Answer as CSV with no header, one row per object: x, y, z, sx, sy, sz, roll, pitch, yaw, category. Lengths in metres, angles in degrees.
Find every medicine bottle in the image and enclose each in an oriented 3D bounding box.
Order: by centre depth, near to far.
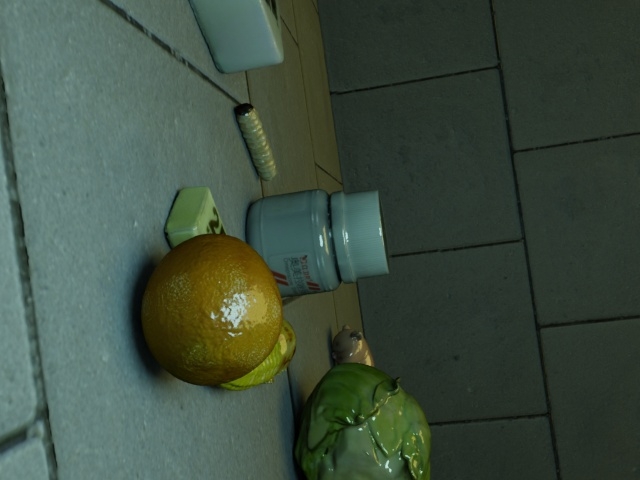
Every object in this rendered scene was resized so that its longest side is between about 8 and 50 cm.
0.000,0.000,1.401,0.245,0.306,0.245,-9,90,-81,medicine bottle

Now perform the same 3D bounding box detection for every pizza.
-0.101,0.202,1.316,0.188,0.080,0.204,24,57,-80,pizza

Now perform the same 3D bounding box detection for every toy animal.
0.124,0.455,2.270,0.166,0.153,0.250,0,-78,56,toy animal

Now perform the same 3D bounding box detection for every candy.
-0.140,0.210,1.033,0.199,0.094,0.106,6,77,-74,candy

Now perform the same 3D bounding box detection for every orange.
-0.143,0.090,0.798,0.206,0.205,0.206,-8,90,-81,orange

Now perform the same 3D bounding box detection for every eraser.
-0.190,0.010,0.982,0.117,0.058,0.172,-87,166,-49,eraser
-0.175,-0.518,1.266,0.331,0.149,0.332,-6,90,-82,eraser

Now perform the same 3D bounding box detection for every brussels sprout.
0.117,0.527,1.542,0.361,0.342,0.426,-44,136,-71,brussels sprout

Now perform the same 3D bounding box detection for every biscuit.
-0.154,-0.239,1.451,0.061,0.055,0.219,-104,178,-46,biscuit
